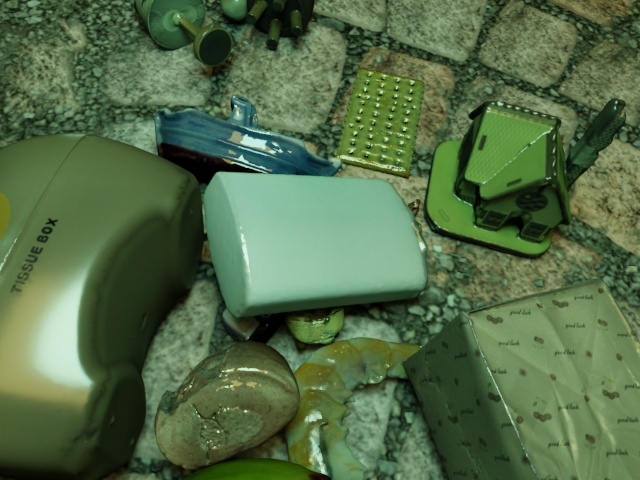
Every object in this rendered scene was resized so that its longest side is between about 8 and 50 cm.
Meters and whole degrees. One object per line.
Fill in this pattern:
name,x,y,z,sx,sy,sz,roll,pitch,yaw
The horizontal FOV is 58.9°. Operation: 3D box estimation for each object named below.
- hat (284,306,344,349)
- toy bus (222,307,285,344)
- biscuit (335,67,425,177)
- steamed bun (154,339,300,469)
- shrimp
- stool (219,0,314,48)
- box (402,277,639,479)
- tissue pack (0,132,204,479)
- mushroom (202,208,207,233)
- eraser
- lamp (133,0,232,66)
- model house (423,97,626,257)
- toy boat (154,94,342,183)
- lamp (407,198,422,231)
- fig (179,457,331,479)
hat,-0.006,0.119,0.796,0.076,0.059,0.077,1,14,37
toy bus,-0.071,0.076,0.819,0.072,0.057,0.172,31,61,15
biscuit,0.114,-0.220,1.028,0.139,0.016,0.231,13,60,3
steamed bun,-0.118,0.188,0.695,0.175,0.145,0.106,-27,102,-5
shrimp,0.051,0.219,0.757,0.287,0.068,0.185,-35,73,-33
stool,-0.105,-0.448,1.075,0.217,0.125,0.121,8,61,10
box,0.273,0.225,0.672,0.225,0.190,0.297,-9,61,-22
tissue pack,-0.317,0.070,0.673,0.277,0.267,0.387,13,60,2
mushroom,-0.258,-0.060,0.873,0.209,0.084,0.071,26,104,2
eraser,0.000,0.000,0.779,0.290,0.104,0.189,-1,67,-34
lamp,-0.250,-0.397,1.026,0.121,0.121,0.215,-33,57,-22
model house,0.302,-0.138,0.852,0.219,0.278,0.204,14,59,1
toy boat,-0.117,-0.153,0.898,0.309,0.129,0.142,17,75,2
lamp,0.122,-0.039,0.919,0.083,0.031,0.063,1,60,0
fig,-0.080,0.320,0.584,0.225,0.203,0.203,-46,70,13
